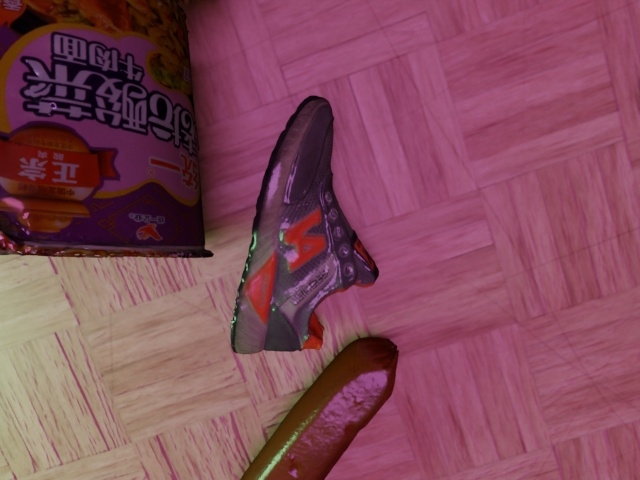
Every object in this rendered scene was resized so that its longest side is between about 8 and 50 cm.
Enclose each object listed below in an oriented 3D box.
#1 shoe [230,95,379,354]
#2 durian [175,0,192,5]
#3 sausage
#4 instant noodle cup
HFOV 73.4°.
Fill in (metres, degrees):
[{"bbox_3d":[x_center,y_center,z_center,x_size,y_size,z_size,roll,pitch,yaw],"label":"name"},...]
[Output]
[{"bbox_3d":[0.000,0.000,0.540,0.171,0.132,0.336,14,101,-6],"label":"shoe"},{"bbox_3d":[-0.186,-0.333,0.462,0.182,0.165,0.132,25,124,-3],"label":"durian"},{"bbox_3d":[-0.013,0.271,0.593,0.094,0.097,0.348,33,98,-11],"label":"sausage"},{"bbox_3d":[-0.269,-0.120,0.439,0.340,0.340,0.265,5,90,1],"label":"instant noodle cup"}]
